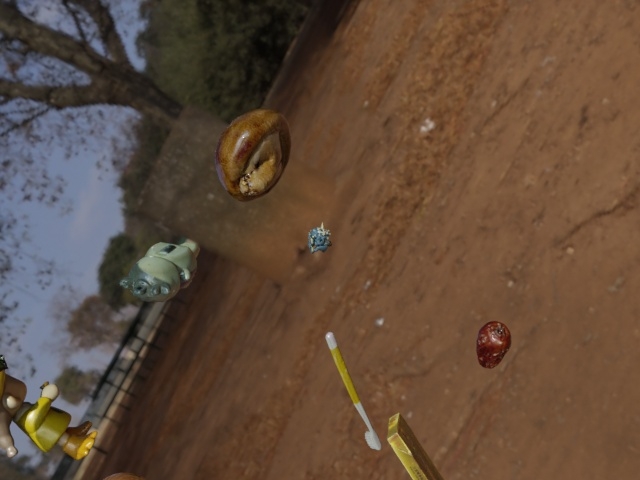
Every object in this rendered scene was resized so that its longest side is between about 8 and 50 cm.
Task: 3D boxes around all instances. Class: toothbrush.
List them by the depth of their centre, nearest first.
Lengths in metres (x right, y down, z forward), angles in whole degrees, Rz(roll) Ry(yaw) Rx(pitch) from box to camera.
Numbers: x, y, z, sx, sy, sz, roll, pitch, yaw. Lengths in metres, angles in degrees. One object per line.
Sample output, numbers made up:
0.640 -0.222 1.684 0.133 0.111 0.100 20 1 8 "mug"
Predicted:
0.064 0.304 1.729 0.024 0.288 0.021 -6 26 38 "toothbrush"

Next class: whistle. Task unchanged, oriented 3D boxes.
-0.291 0.057 1.632 0.244 0.110 0.092 -51 -34 -67 "whistle"

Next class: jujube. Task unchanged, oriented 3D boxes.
0.375 0.229 1.885 0.129 0.077 0.077 90 -160 -49 "jujube"

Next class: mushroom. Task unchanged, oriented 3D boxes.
-0.078 -0.107 1.086 0.127 0.087 0.127 -48 -22 -26 "mushroom"

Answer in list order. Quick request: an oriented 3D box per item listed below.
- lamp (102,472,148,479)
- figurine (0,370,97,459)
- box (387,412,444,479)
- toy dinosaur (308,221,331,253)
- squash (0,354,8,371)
-0.355 0.487 1.565 0.136 0.136 0.136 -61 4 8 "lamp"
-0.622 0.337 1.733 0.215 0.343 0.187 -24 39 58 "figurine"
0.153 0.345 1.321 0.022 0.156 0.089 -32 3 10 "box"
0.000 0.000 1.782 0.083 0.047 0.030 88 168 -50 "toy dinosaur"
-0.645 0.240 1.404 0.331 0.087 0.087 -20 -34 -55 "squash"
